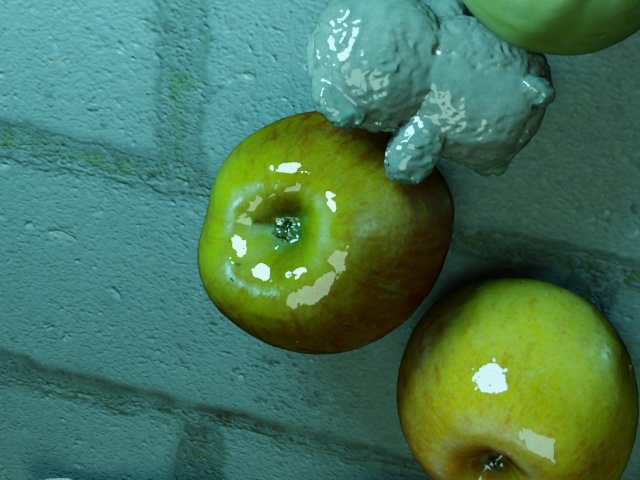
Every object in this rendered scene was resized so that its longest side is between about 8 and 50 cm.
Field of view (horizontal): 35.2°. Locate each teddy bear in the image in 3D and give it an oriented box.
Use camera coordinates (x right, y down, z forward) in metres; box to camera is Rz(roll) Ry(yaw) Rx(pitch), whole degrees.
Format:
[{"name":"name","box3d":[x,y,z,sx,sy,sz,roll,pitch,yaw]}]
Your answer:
[{"name":"teddy bear","box3d":[0.113,-0.173,1.085,0.267,0.235,0.151,12,161,-7]}]

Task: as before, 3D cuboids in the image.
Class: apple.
[{"name":"apple","box3d":[0.000,0.000,1.178,0.302,0.301,0.301,6,120,10]},{"name":"apple","box3d":[0.238,0.201,1.236,0.299,0.275,0.298,8,125,12]},{"name":"apple","box3d":[0.238,-0.308,0.965,0.263,0.262,0.262,6,120,10]}]

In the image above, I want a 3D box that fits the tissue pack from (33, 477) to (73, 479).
[{"name":"tissue pack","box3d":[-0.296,0.554,1.603,0.376,0.195,0.389,2,119,20]}]
